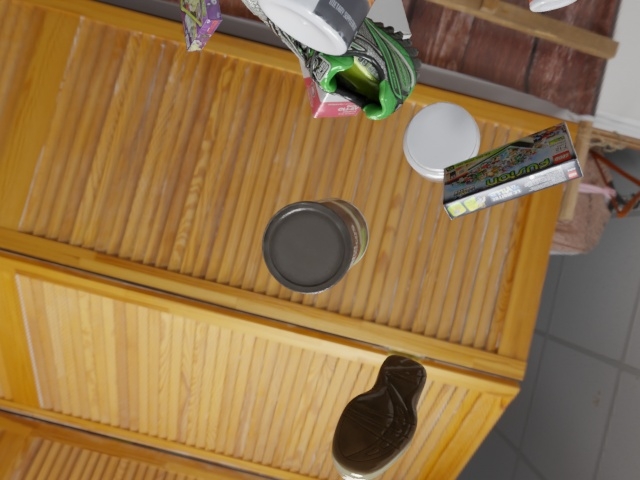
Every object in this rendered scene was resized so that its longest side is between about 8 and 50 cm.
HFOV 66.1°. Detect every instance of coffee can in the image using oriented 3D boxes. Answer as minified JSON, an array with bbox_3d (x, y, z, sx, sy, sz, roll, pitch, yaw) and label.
[{"bbox_3d":[0.000,0.000,1.185,0.275,0.202,0.201,-28,133,-75],"label":"coffee can"}]

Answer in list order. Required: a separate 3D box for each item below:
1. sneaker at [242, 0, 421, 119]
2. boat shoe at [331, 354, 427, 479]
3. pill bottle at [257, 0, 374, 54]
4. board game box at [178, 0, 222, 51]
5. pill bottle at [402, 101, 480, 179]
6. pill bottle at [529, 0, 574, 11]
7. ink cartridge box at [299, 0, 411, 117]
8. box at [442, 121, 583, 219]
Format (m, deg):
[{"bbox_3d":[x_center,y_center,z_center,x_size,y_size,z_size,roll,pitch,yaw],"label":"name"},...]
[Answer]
[{"bbox_3d":[0.007,-0.326,0.768,0.134,0.344,0.146,-46,-166,49],"label":"sneaker"},{"bbox_3d":[0.113,0.334,0.896,0.341,0.122,0.110,-27,135,-59],"label":"boat shoe"},{"bbox_3d":[0.034,-0.368,0.600,0.245,0.130,0.130,-61,-178,4],"label":"pill bottle"},{"bbox_3d":[-0.356,-0.739,1.376,0.208,0.056,0.346,-7,-88,64],"label":"board game box"},{"bbox_3d":[0.268,-0.214,1.097,0.283,0.161,0.161,-15,120,-75],"label":"pill bottle"},{"bbox_3d":[0.532,-0.645,1.136,0.108,0.108,0.193,-80,162,-81],"label":"pill bottle"},{"bbox_3d":[0.076,-0.569,1.391,0.384,0.160,0.279,135,-54,-65],"label":"ink cartridge box"},{"bbox_3d":[0.305,-0.112,0.804,0.036,0.207,0.114,53,33,-29],"label":"box"}]
